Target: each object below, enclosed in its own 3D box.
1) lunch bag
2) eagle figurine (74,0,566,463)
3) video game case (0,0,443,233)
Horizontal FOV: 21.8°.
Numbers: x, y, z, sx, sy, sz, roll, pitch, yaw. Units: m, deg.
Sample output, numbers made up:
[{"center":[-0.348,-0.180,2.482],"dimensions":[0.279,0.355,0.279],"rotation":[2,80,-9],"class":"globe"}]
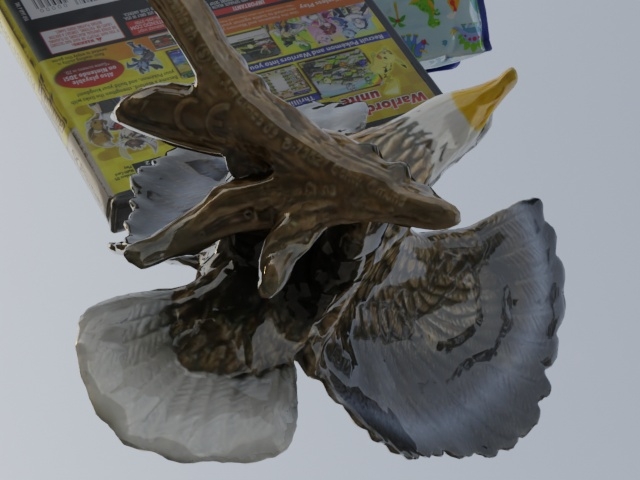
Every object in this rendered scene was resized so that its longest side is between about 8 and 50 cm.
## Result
[{"center":[0.075,-0.202,1.572],"dimensions":[0.151,0.128,0.096],"rotation":[-156,-124,-72],"class":"lunch bag"},{"center":[0.011,-0.004,0.802],"dimensions":[0.225,0.226,0.298],"rotation":[-8,-13,4],"class":"eagle figurine"},{"center":[-0.078,-0.137,1.240],"dimensions":[0.248,0.274,0.035],"rotation":[57,-29,32],"class":"video game case"}]
